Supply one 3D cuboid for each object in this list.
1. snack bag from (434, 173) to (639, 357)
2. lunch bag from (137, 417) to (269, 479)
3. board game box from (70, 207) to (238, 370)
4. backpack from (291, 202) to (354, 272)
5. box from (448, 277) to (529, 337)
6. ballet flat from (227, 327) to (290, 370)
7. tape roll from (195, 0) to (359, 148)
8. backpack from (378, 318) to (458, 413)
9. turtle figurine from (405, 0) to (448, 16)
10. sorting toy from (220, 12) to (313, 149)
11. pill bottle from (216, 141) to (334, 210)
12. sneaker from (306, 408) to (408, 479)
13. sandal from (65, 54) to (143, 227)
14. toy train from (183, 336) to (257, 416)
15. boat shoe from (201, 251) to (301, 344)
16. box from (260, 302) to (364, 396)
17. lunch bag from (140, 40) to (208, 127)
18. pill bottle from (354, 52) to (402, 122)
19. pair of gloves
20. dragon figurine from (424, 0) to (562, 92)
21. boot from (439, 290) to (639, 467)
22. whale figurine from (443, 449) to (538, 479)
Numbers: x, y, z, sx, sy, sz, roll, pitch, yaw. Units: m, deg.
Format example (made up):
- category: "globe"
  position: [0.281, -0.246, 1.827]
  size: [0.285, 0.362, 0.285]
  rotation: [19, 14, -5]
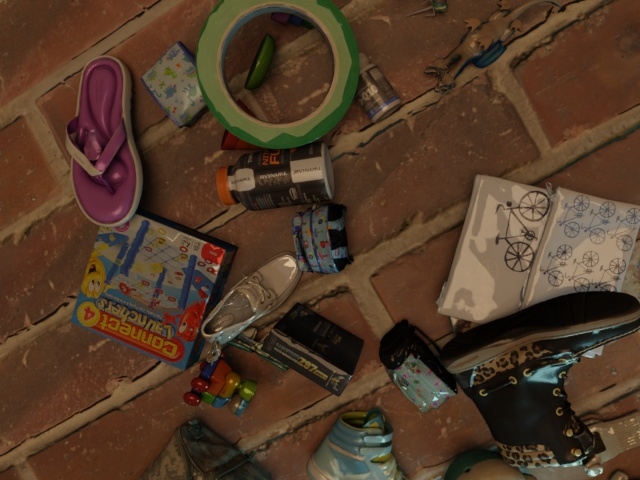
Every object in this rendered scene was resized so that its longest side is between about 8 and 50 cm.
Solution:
- category: "snack bag"
  position: [0.439, 0.042, 1.155]
  size: [0.343, 0.037, 0.323]
  rotation: [16, 96, 8]
- category: "lunch bag"
  position: [-0.306, 0.602, 1.303]
  size: [0.256, 0.212, 0.305]
  rotation: [39, 99, 21]
- category: "board game box"
  position: [-0.392, 0.102, 1.331]
  size: [0.308, 0.086, 0.301]
  rotation: [21, 97, 7]
- category: "backpack"
  position: [0.000, 0.000, 1.215]
  size: [0.117, 0.173, 0.158]
  rotation: [-7, 94, 10]
- category: "box"
  position: [0.397, 0.138, 1.217]
  size: [0.244, 0.060, 0.100]
  rotation: [-16, 91, 10]
- category: "ballet flat"
  position: [-0.146, 0.239, 1.321]
  size: [0.188, 0.070, 0.070]
  rotation: [24, 98, 5]
- category: "tape roll"
  position: [-0.085, -0.348, 1.142]
  size: [0.321, 0.077, 0.321]
  rotation: [-1, 103, -4]
- category: "backpack"
  position: [0.210, 0.280, 1.228]
  size: [0.115, 0.152, 0.182]
  rotation: [-40, 100, 15]
- category: "turtle figurine"
  position: [0.224, -0.561, 1.170]
  size: [0.234, 0.118, 0.175]
  rotation: [-29, 89, 5]
- category: "sorting toy"
  position: [-0.100, -0.348, 1.254]
  size: [0.126, 0.127, 0.365]
  rotation: [22, 100, -17]
- category: "pill bottle"
  position: [-0.100, -0.135, 1.242]
  size: [0.246, 0.130, 0.130]
  rotation: [-7, 93, 9]
- category: "sneaker"
  position: [0.146, 0.501, 1.255]
  size: [0.319, 0.127, 0.208]
  rotation: [26, 99, 6]
- category: "sandal"
  position: [-0.505, -0.232, 1.273]
  size: [0.169, 0.102, 0.416]
  rotation: [-12, 76, 10]
- category: "toy train"
  position: [-0.203, 0.308, 1.262]
  size: [0.143, 0.105, 0.248]
  rotation: [28, 138, -5]
- category: "boat shoe"
  position: [-0.150, 0.129, 1.263]
  size: [0.277, 0.096, 0.098]
  rotation: [-43, 82, -8]
- category: "box"
  position: [-0.008, 0.222, 1.203]
  size: [0.183, 0.233, 0.059]
  rotation: [31, 102, 6]
- category: "lunch bag"
  position: [-0.312, -0.350, 1.279]
  size: [0.129, 0.096, 0.151]
  rotation: [-40, 97, 10]
- category: "pill bottle"
  position: [0.106, -0.329, 1.220]
  size: [0.078, 0.078, 0.137]
  rotation: [-36, 88, 10]
- category: "pair of gloves"
  position: [0.624, 0.502, 1.218]
  size: [0.204, 0.042, 0.240]
  rotation: [-15, 93, 10]
- category: "dragon figurine"
  position: [0.343, -0.417, 1.170]
  size: [0.289, 0.144, 0.085]
  rotation: [-35, 86, -9]
- category: "boot"
  position: [0.456, 0.274, 1.095]
  size: [0.377, 0.138, 0.284]
  rotation: [-24, 99, 22]
- category: "whale figurine"
  position: [0.373, 0.570, 1.235]
  size: [0.216, 0.141, 0.272]
  rotation: [-38, 112, -1]
